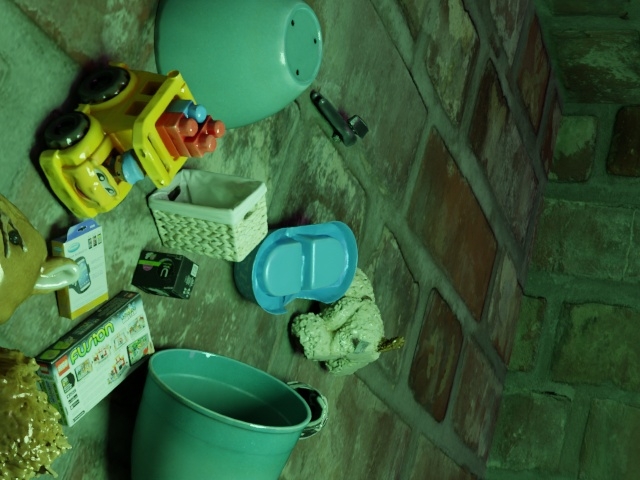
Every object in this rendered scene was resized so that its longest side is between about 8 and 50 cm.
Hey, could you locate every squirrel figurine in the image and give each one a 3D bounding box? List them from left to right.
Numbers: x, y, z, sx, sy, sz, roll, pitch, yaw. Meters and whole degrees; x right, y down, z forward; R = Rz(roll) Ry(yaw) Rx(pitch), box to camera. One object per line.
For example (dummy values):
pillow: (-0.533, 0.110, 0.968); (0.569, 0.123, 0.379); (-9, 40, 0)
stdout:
squirrel figurine: (-0.432, 0.139, 1.020); (0.370, 0.281, 0.397); (-70, 165, -45)

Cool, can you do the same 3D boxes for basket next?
basket: (-0.179, -0.041, 1.502); (0.113, 0.167, 0.103); (-49, 141, -48)

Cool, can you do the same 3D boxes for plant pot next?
plant pot: (-0.184, 0.347, 1.470); (0.272, 0.272, 0.255); (3, 109, -62)
plant pot: (-0.112, -0.328, 1.541); (0.290, 0.195, 0.290); (-17, 110, -61)

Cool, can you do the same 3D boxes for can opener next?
can opener: (0.033, -0.265, 1.984); (0.073, 0.059, 0.186); (-54, 138, -1)

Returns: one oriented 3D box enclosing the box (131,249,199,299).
box: (-0.249, 0.055, 1.470); (0.052, 0.083, 0.062); (44, 56, -58)

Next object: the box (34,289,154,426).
box: (-0.335, 0.174, 1.380); (0.207, 0.036, 0.114); (-43, 132, -52)

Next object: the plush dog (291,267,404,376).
plush dog: (0.064, 0.153, 2.004); (0.262, 0.211, 0.225); (39, 38, -58)

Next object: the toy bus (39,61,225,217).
toy bus: (-0.252, -0.137, 1.297); (0.220, 0.211, 0.149); (-62, 147, -33)

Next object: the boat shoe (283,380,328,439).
boat shoe: (-0.044, 0.353, 1.874); (0.335, 0.119, 0.121); (31, 67, -62)

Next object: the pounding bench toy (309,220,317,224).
pounding bench toy: (0.000, 0.000, 1.952); (0.052, 0.065, 0.083); (39, 60, -58)

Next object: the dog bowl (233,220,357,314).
dog bowl: (-0.049, 0.046, 1.795); (0.297, 0.074, 0.166); (-9, 105, -48)

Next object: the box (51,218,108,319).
box: (-0.349, 0.037, 1.328); (0.081, 0.028, 0.136); (-35, 129, -56)
